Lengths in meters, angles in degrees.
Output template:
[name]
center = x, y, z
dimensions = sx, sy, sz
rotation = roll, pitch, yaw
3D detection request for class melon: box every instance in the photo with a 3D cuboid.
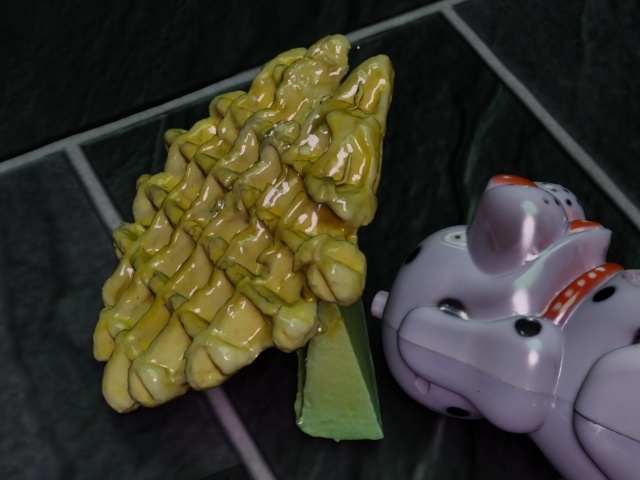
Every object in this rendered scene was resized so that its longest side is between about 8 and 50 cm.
[melon]
center = 0.001, -0.001, 0.810
dimensions = 0.053, 0.114, 0.262
rotation = -9, 55, 8

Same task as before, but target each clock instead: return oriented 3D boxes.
[clock]
center = 0.148, 0.065, 0.740
dimensions = 0.254, 0.189, 0.189
rotation = 24, 54, 26

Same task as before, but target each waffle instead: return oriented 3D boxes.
[waffle]
center = -0.052, -0.017, 0.779
dimensions = 0.056, 0.250, 0.261
rotation = 34, 49, -32

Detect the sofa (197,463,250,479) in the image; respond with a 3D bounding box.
[sofa]
center = -0.049, 0.192, 0.700
dimensions = 0.060, 0.039, 0.118
rotation = -17, 53, -17
